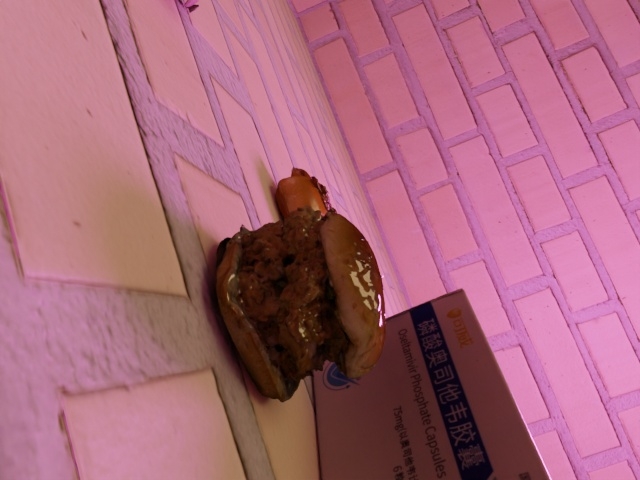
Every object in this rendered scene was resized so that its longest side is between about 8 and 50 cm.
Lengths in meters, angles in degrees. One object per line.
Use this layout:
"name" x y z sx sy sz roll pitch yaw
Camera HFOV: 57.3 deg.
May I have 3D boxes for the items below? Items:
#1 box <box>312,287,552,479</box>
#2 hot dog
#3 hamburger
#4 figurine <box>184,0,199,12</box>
"box" 0.099 0.204 0.559 0.065 0.200 0.343 60 12 -30
"hot dog" 0.000 0.000 0.859 0.102 0.076 0.249 26 44 -72
"hamburger" -0.008 0.048 0.521 0.185 0.131 0.159 -102 171 -64
"figurine" -0.149 -0.412 0.687 0.315 0.207 0.284 64 2 16
